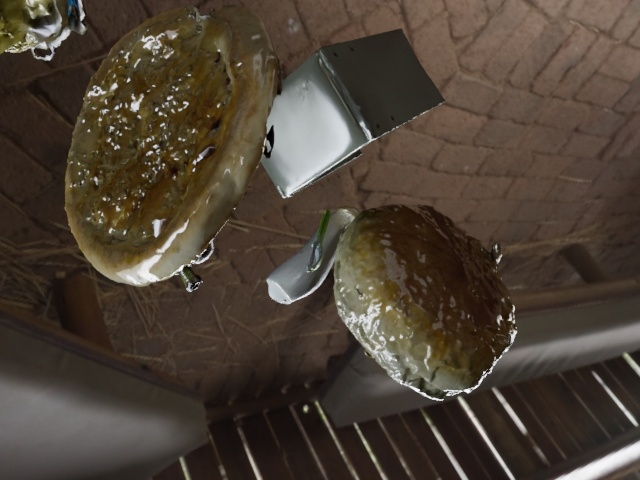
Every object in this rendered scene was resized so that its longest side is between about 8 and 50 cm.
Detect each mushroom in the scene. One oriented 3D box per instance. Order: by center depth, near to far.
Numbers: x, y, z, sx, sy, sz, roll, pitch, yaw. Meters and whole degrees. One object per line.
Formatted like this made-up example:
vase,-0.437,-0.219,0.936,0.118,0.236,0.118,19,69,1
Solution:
mushroom,-0.010,0.035,1.639,0.328,0.159,0.122,-47,109,-8

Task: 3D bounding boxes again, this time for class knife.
knife,0.000,0.000,1.079,0.026,0.184,0.022,39,125,-18

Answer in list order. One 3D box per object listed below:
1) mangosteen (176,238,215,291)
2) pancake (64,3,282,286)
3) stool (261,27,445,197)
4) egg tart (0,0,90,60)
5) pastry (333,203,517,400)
mangosteen,-0.270,-0.019,1.124,0.173,0.184,0.172,8,141,7
pancake,-0.203,-0.138,0.785,0.382,0.382,0.071,-43,144,16
stool,0.038,-0.233,1.127,0.244,0.170,0.270,-28,-176,44
egg tart,-0.357,-0.235,0.545,0.291,0.291,0.107,49,53,-55
pastry,0.164,0.084,0.933,0.330,0.329,0.136,4,142,-40
